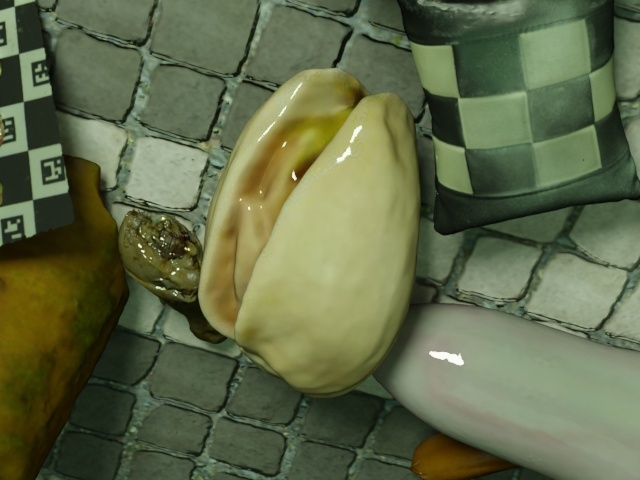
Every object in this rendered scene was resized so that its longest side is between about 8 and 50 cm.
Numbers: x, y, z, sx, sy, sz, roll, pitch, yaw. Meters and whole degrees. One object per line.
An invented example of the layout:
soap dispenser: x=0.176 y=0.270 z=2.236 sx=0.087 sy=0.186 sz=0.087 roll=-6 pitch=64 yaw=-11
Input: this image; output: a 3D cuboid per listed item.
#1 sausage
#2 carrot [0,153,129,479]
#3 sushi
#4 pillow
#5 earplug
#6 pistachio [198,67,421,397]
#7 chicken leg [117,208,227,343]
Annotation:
sausage: x=0.174 y=0.221 z=1.334 sx=0.183 sy=0.054 sz=0.062 roll=-17 pitch=90 yaw=20
carrot: x=-0.332 y=0.090 z=1.185 sx=0.242 sy=0.340 sz=0.241 roll=19 pitch=156 yaw=9
sushi: x=-0.303 y=-0.088 z=1.102 sx=0.192 sy=0.215 sz=0.050 roll=-16 pitch=168 yaw=17
pillow: x=0.166 y=-0.126 z=1.035 sx=0.186 sy=0.106 sz=0.249 roll=-10 pitch=121 yaw=5
earplug: x=0.187 y=0.143 z=1.219 sx=0.301 sy=0.172 sz=0.172 roll=20 pitch=127 yaw=-1
pistachio: x=0.000 y=0.000 z=1.108 sx=0.193 sy=0.214 sz=0.318 roll=37 pitch=128 yaw=29
chicken leg: x=-0.131 y=0.046 z=1.204 sx=0.085 sy=0.069 sz=0.198 roll=7 pitch=149 yaw=25
